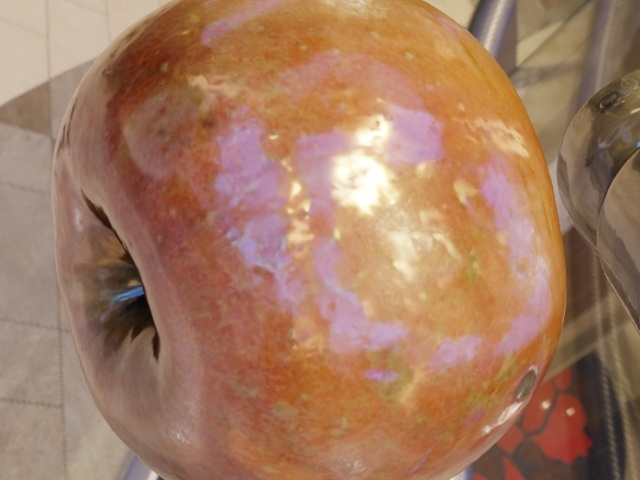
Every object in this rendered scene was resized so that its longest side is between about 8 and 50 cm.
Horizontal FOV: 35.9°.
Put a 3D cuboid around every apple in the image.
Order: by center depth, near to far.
[{"bbox_3d":[0.000,0.000,0.471,0.253,0.253,0.253,26,41,-25],"label":"apple"}]

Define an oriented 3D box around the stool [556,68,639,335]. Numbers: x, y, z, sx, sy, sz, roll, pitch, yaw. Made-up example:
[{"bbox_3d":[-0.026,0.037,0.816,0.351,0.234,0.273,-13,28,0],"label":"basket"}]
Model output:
[{"bbox_3d":[0.295,-0.016,0.750,0.179,0.179,0.264,35,19,-14],"label":"stool"}]
